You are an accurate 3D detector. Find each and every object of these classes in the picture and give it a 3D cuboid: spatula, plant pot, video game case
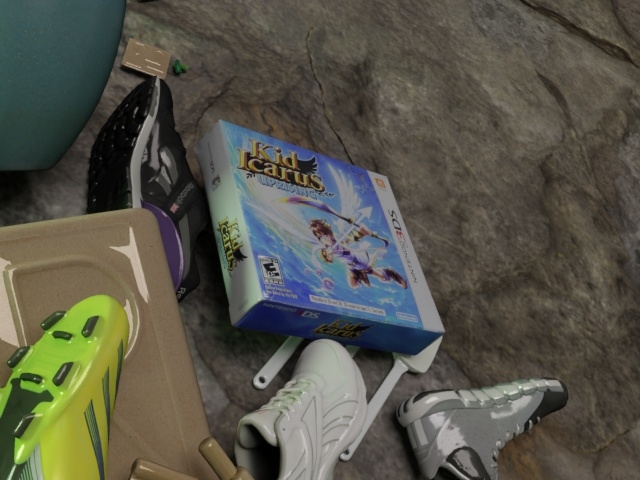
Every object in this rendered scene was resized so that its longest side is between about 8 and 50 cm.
[{"bbox_3d":[0.038,0.131,0.996,0.168,0.019,0.242,42,45,-1],"label":"spatula"},{"bbox_3d":[-0.335,-0.166,0.831,0.290,0.290,0.196,-3,97,-35],"label":"plant pot"},{"bbox_3d":[0.000,0.000,0.989,0.269,0.061,0.244,14,45,-39],"label":"video game case"}]

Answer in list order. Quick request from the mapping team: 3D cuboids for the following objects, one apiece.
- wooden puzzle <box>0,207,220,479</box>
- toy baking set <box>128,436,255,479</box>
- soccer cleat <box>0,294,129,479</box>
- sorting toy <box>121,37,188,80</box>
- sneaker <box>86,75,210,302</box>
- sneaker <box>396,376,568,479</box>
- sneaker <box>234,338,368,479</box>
[{"bbox_3d":[-0.253,0.152,0.707,0.347,0.080,0.322,-11,84,-43],"label":"wooden puzzle"},{"bbox_3d":[-0.101,0.299,0.717,0.197,0.030,0.256,-44,107,-23],"label":"toy baking set"},{"bbox_3d":[-0.196,0.183,0.639,0.121,0.093,0.289,38,55,-41],"label":"soccer cleat"},{"bbox_3d":[-0.212,-0.228,1.105,0.083,0.012,0.062,18,45,-16],"label":"sorting toy"},{"bbox_3d":[-0.184,-0.053,0.954,0.124,0.107,0.283,32,44,-36],"label":"sneaker"},{"bbox_3d":[0.201,0.237,0.989,0.228,0.086,0.132,-3,64,-23],"label":"sneaker"},{"bbox_3d":[-0.026,0.182,0.836,0.115,0.090,0.232,47,42,-33],"label":"sneaker"}]
